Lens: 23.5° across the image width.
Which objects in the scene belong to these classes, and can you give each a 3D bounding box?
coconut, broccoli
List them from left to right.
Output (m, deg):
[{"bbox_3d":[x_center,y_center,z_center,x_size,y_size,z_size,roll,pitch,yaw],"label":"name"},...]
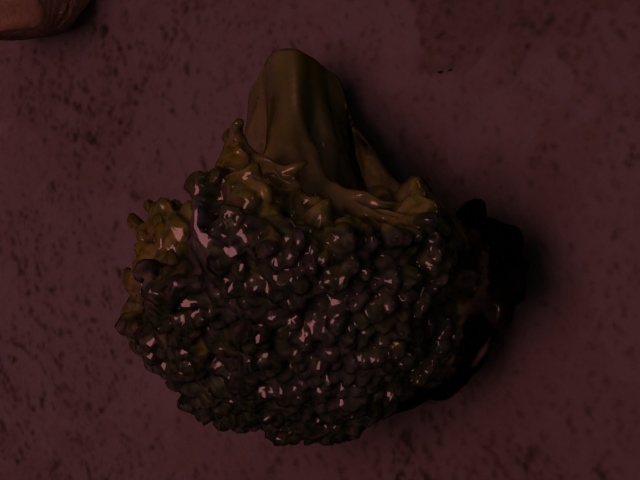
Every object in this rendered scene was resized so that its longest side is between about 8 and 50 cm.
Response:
[{"bbox_3d":[-0.227,-0.211,1.137,0.110,0.110,0.124,-4,91,36],"label":"coconut"},{"bbox_3d":[0.000,0.000,0.945,0.247,0.263,0.243,-7,58,5],"label":"broccoli"}]
